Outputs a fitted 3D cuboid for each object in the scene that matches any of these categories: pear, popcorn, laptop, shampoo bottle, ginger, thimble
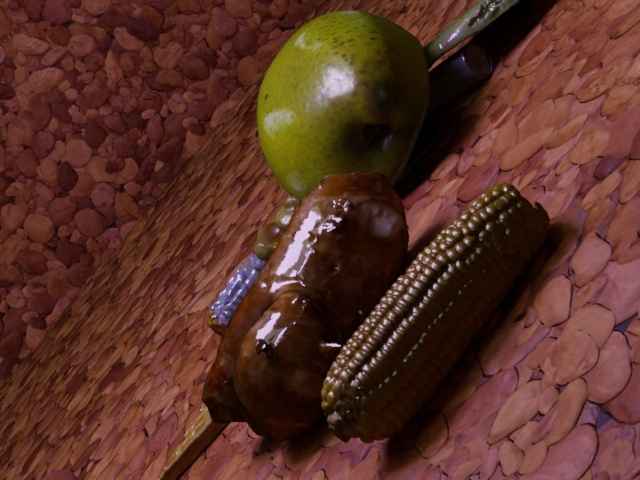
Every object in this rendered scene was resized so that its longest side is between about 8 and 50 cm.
[{"bbox_3d":[0.041,-0.221,1.959,0.342,0.238,0.318,-71,19,-2],"label":"pear"},{"bbox_3d":[-0.002,-0.004,1.885,0.197,0.155,0.197,-36,13,10],"label":"popcorn"},{"bbox_3d":[0.138,-0.130,2.034,0.180,0.016,0.129,-51,16,0],"label":"laptop"},{"bbox_3d":[0.201,-0.262,2.063,0.214,0.072,0.072,-33,23,48],"label":"shampoo bottle"},{"bbox_3d":[0.002,0.090,1.633,0.418,0.176,0.254,-55,24,-10],"label":"ginger"},{"bbox_3d":[-0.100,0.109,1.948,0.151,0.118,0.127,-54,16,-13],"label":"thimble"}]

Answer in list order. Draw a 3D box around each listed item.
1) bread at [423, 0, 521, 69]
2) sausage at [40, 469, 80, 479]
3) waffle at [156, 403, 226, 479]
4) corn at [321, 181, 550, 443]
[{"bbox_3d":[0.270,-0.385,2.079,0.301,0.045,0.301,-37,4,3],"label":"bread"},{"bbox_3d":[-0.456,0.481,2.092,0.113,0.113,0.259,-50,17,1],"label":"sausage"},{"bbox_3d":[-0.213,0.318,1.935,0.191,0.032,0.125,-47,18,7],"label":"waffle"},{"bbox_3d":[0.133,0.085,1.393,0.363,0.120,0.120,-48,15,-10],"label":"corn"}]
